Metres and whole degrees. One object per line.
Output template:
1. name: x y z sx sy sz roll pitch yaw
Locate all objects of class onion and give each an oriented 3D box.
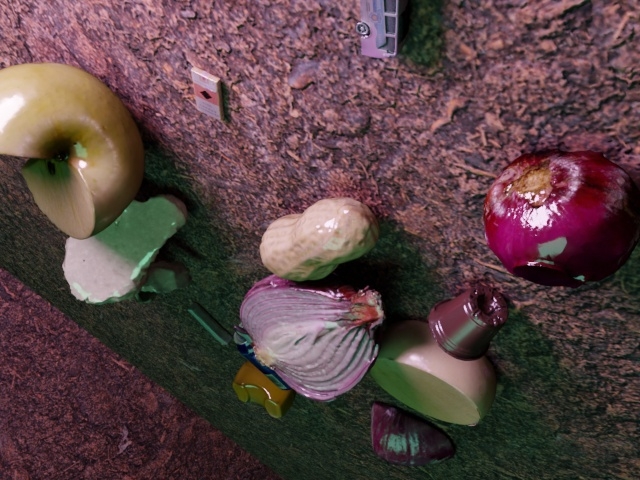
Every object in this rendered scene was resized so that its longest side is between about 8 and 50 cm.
1. onion: 0.278 0.002 0.672 0.198 0.135 0.173 44 152 -23
2. onion: 0.226 0.552 1.603 0.247 0.111 0.250 21 148 23
3. onion: 0.026 0.141 1.118 0.349 0.159 0.267 -27 104 39

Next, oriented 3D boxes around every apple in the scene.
1. apple: -0.436 -0.167 1.007 0.295 0.233 0.258 47 164 -33

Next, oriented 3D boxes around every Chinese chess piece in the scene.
1. Chinese chess piece: 0.216 0.258 1.167 0.251 0.097 0.251 25 151 15

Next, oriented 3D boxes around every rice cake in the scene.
1. rice cake: -0.317 0.240 1.723 0.029 0.033 0.171 -6 133 43

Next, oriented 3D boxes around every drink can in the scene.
1. drink can: -0.118 0.278 1.502 0.118 0.118 0.205 -4 135 47

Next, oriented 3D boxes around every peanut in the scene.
1. peanut: 0.000 0.000 0.967 0.123 0.123 0.257 44 145 -21

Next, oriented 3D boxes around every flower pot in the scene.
1. flower pot: 0.240 0.122 0.938 0.111 0.111 0.089 33 141 0

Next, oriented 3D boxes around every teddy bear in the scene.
1. teddy bear: -0.431 -0.004 1.390 0.327 0.375 0.362 32 -167 -1

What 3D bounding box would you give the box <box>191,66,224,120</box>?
1. box: -0.167 -0.217 0.892 0.046 0.012 0.083 28 152 11

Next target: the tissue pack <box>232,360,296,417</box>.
1. tissue pack: -0.158 0.426 1.766 0.178 0.127 0.123 20 142 19

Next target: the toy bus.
1. toy bus: 0.064 -0.245 0.601 0.052 0.037 0.130 17 147 17
